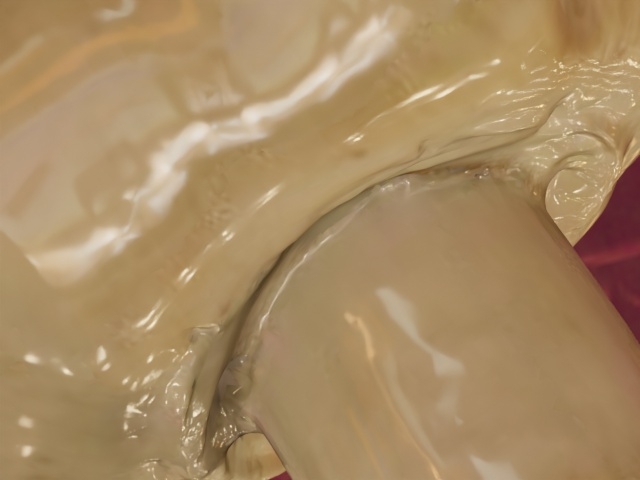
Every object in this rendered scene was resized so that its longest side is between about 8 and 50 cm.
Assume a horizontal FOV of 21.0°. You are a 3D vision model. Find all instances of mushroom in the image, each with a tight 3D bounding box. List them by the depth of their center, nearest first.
[{"bbox_3d":[-0.013,-0.030,0.632,0.353,0.325,0.353,-4,-152,2],"label":"mushroom"}]
